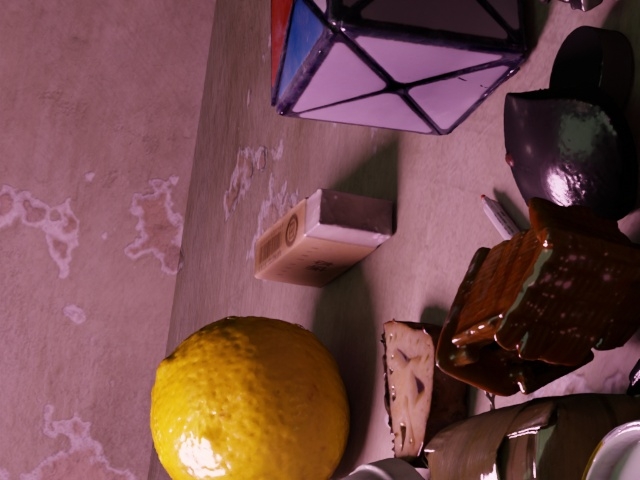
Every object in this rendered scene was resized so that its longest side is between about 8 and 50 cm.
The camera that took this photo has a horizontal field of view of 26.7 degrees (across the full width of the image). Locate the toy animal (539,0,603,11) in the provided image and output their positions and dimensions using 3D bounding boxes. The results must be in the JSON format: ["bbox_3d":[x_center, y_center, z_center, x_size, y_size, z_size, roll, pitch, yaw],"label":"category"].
[{"bbox_3d":[0.342,-0.450,1.654,0.168,0.106,0.343,-133,59,-74],"label":"toy animal"}]

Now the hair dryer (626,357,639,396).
[{"bbox_3d":[0.373,0.106,1.408,0.114,0.070,0.248,-101,23,-43],"label":"hair dryer"}]

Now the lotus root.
[{"bbox_3d":[0.152,0.207,1.973,0.170,0.074,0.261,127,147,-53],"label":"lotus root"}]

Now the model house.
[{"bbox_3d":[0.270,0.060,1.477,0.229,0.199,0.220,-39,32,56],"label":"model house"}]

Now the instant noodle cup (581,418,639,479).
[{"bbox_3d":[0.358,0.264,1.182,0.264,0.200,0.265,-171,90,-71],"label":"instant noodle cup"}]

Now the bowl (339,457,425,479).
[{"bbox_3d":[0.067,0.465,1.883,0.307,0.163,0.307,174,90,-69],"label":"bowl"}]

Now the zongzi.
[{"bbox_3d":[0.234,0.368,1.562,0.447,0.181,0.418,149,116,-69],"label":"zongzi"}]

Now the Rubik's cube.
[{"bbox_3d":[0.107,-0.353,1.979,0.305,0.310,0.307,133,140,-63],"label":"Rubik's cube"}]

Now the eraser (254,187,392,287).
[{"bbox_3d":[0.000,0.000,2.374,0.343,0.144,0.078,141,135,-64],"label":"eraser"}]

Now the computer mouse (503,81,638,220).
[{"bbox_3d":[0.279,-0.098,1.628,0.295,0.087,0.168,-166,59,-70],"label":"computer mouse"}]

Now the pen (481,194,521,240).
[{"bbox_3d":[0.257,-0.012,1.834,0.218,0.026,0.026,-117,39,-58],"label":"pen"}]

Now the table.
[{"bbox_3d":[0.332,-0.197,1.665,0.133,0.043,0.134,-172,90,-71],"label":"table"}]

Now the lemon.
[{"bbox_3d":[-0.119,0.313,2.304,0.350,0.349,0.387,129,140,-55],"label":"lemon"}]
